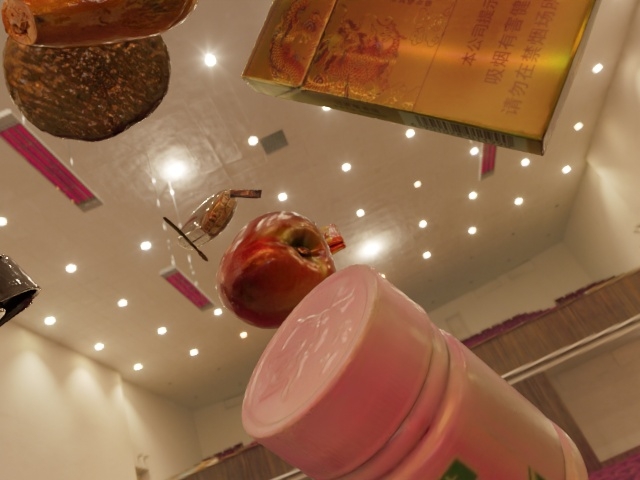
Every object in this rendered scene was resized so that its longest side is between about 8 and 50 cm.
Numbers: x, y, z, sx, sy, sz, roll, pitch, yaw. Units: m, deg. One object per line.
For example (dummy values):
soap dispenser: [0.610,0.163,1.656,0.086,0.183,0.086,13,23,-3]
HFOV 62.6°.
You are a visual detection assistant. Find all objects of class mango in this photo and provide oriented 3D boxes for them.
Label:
mango: [-0.396,-0.439,0.977,0.359,0.187,0.144,-21,-66,-17]

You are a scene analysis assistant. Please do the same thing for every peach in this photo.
peach: [-0.116,0.078,1.167,0.245,0.249,0.275,-11,-27,-46]

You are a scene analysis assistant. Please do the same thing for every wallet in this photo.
wallet: [0.000,0.000,1.634,0.141,0.067,0.241,-22,13,0]

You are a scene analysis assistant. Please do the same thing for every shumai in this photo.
shumai: [-0.611,-0.454,1.414,0.397,0.323,0.324,-28,-65,-11]

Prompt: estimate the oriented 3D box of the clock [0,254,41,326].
clock: [-0.487,0.126,0.619,0.312,0.061,0.312,-35,6,4]

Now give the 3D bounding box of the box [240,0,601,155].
box: [0.082,-0.198,0.501,0.043,0.311,0.173,30,-98,-62]

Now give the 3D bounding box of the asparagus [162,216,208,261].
asparagus: [-0.352,-0.003,1.382,0.016,0.013,0.166,-44,-69,-4]

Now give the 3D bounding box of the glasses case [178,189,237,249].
glasses case: [-0.378,-0.061,1.737,0.098,0.157,0.425,33,-21,-18]

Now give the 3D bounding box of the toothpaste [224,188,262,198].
toothpaste: [-0.172,-0.104,1.175,0.083,0.027,0.019,1,-41,-4]

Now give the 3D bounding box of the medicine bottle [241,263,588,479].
medicine bottle: [0.102,0.203,0.565,0.325,0.212,0.212,41,-63,-16]
